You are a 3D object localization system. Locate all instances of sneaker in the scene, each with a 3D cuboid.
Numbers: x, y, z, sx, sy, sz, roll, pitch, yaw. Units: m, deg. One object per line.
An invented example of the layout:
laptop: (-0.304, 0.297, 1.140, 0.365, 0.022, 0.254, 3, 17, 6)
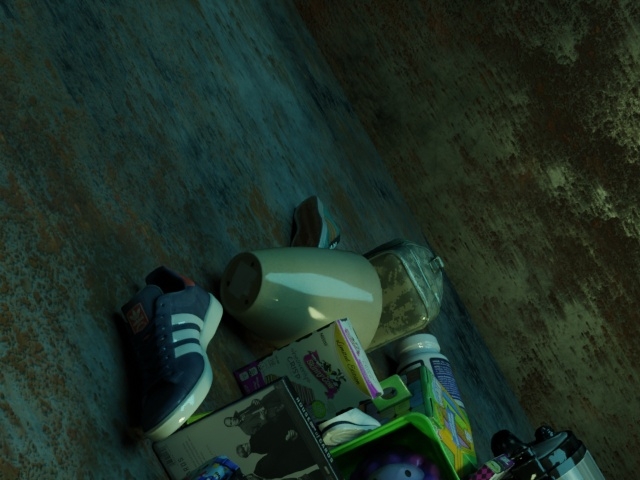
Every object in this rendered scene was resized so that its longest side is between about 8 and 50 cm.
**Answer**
sneaker: (0.000, 0.000, 2.322, 0.121, 0.108, 0.302, 48, 21, -23)
sneaker: (-0.252, 0.163, 1.423, 0.148, 0.131, 0.350, 46, 17, -22)
sneaker: (0.064, 0.390, 1.980, 0.235, 0.090, 0.095, 33, 24, -57)

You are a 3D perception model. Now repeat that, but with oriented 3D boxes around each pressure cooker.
pressure cooker: (0.584, 0.696, 2.426, 0.375, 0.370, 0.420, -22, 80, -43)

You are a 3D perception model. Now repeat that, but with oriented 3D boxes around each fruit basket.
fruit basket: (0.057, 0.462, 1.404, 0.283, 0.392, 0.392, 64, 19, 7)

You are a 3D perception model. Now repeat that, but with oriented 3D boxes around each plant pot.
plant pot: (-0.061, 0.114, 1.847, 0.274, 0.256, 0.256, 19, 43, -42)

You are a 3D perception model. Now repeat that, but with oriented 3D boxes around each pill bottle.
pill bottle: (0.289, 0.393, 2.446, 0.153, 0.153, 0.265, 40, 29, -48)

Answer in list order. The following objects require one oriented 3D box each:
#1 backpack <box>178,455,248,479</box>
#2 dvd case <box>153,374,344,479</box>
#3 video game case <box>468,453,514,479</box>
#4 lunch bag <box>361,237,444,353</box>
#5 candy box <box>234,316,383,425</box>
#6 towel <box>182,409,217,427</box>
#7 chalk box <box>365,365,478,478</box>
backpack: (-0.174, 0.397, 1.242, 0.117, 0.158, 0.173, 52, 31, -1)
dvd case: (-0.109, 0.329, 1.355, 0.179, 0.238, 0.029, 61, 17, -1)
video game case: (0.357, 0.615, 2.194, 0.042, 0.232, 0.210, 45, 13, 22)
lunch bag: (0.136, 0.136, 2.193, 0.212, 0.305, 0.256, 63, 24, 3)
candy box: (-0.023, 0.262, 1.686, 0.159, 0.233, 0.071, 64, 18, 9)
towel: (-0.156, 0.336, 1.566, 0.102, 0.021, 0.237, 65, 19, 14)
chalk box: (0.221, 0.437, 2.172, 0.289, 0.180, 0.179, 49, 22, -29)
